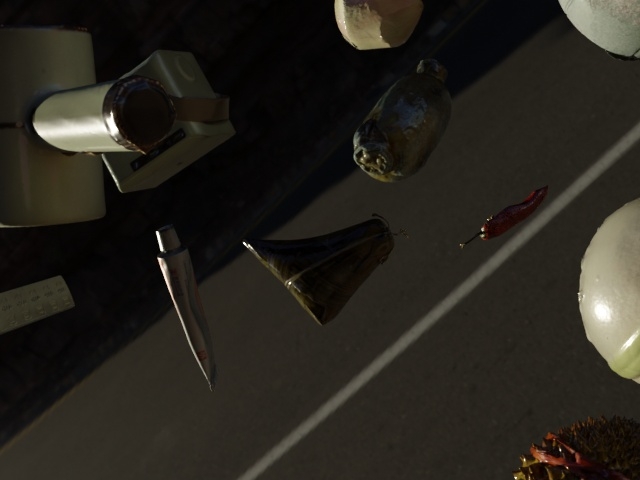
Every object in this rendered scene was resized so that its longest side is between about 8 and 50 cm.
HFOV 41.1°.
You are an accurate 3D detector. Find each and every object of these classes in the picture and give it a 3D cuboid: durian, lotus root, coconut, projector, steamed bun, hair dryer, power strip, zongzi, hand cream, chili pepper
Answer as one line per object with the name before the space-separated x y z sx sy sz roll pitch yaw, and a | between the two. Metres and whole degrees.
durian | 0.494 0.493 1.500 0.347 0.347 0.384 -28 34 48
lotus root | 0.183 -0.246 1.789 0.175 0.175 0.349 -26 23 51
coconut | 0.129 -0.488 1.792 0.182 0.171 0.171 -3 39 23
projector | -0.283 -0.218 1.528 0.242 0.177 0.163 -29 -1 24
steamed bun | 0.536 0.074 1.170 0.309 0.309 0.309 -43 19 18
hair dryer | -0.224 -0.107 0.786 0.362 0.128 0.203 8 103 54
power strip | -0.477 0.105 1.371 0.027 0.060 0.252 -24 0 20
zongzi | 0.000 0.000 1.638 0.248 0.241 0.111 -49 -8 18
hand cream | -0.162 0.082 1.067 0.038 0.216 0.052 -3 21 31
chili pepper | 0.426 -0.051 1.934 0.268 0.050 0.059 -30 -26 -18

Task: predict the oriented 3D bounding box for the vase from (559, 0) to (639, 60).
vase | 0.426 -0.401 0.900 0.250 0.250 0.445 -60 -2 -30
